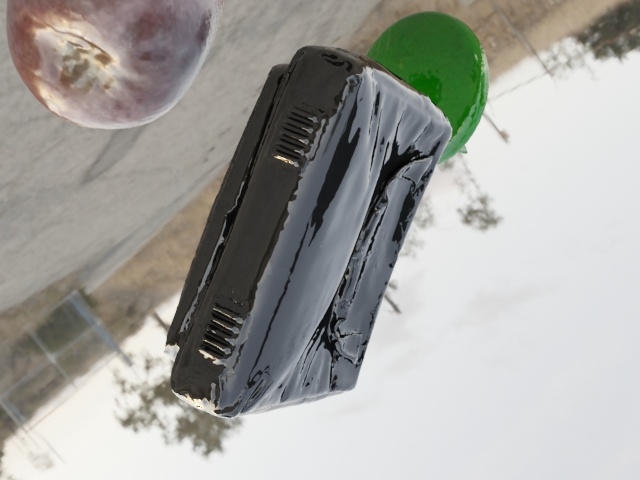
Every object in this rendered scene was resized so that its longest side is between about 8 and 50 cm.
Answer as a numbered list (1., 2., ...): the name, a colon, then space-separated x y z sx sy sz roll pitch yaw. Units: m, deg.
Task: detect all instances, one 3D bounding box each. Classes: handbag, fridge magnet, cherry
1. handbag: 0.000 0.000 0.684 0.244 0.088 0.275 9 100 -62
2. fridge magnet: 0.133 -0.195 1.154 0.208 0.208 0.088 -31 158 36
3. cherry: -0.209 -0.243 0.917 0.239 0.206 0.239 -167 -90 -84
